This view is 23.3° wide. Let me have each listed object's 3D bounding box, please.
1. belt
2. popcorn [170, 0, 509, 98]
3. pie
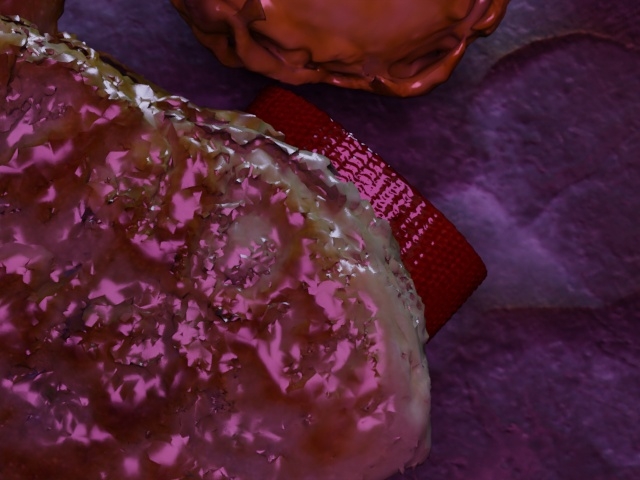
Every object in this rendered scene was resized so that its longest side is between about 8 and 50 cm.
[{"bbox_3d":[0.000,0.000,1.041,0.201,0.128,0.124,42,81,0],"label":"belt"},{"bbox_3d":[0.019,-0.210,1.026,0.250,0.190,0.250,-6,115,-13],"label":"popcorn"},{"bbox_3d":[-0.161,0.063,0.945,0.418,0.180,0.395,44,109,6],"label":"pie"}]
